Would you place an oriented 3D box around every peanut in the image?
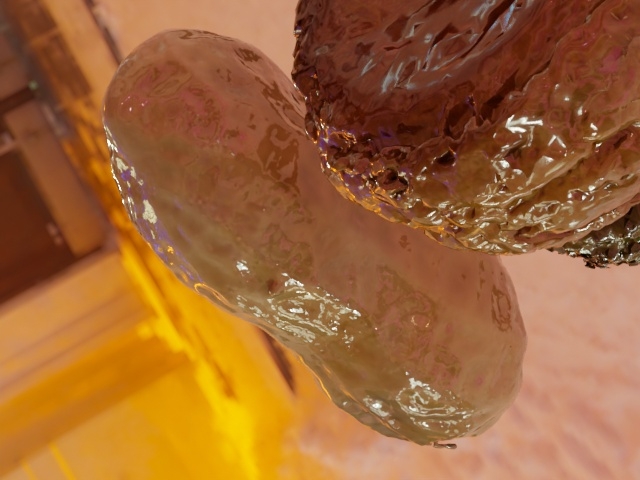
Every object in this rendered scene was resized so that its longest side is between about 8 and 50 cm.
[{"bbox_3d":[0.000,0.000,0.981,0.313,0.149,0.149,36,176,-26],"label":"peanut"}]

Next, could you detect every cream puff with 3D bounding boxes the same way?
[{"bbox_3d":[0.100,-0.069,0.624,0.169,0.183,0.183,27,-173,-35],"label":"cream puff"}]
